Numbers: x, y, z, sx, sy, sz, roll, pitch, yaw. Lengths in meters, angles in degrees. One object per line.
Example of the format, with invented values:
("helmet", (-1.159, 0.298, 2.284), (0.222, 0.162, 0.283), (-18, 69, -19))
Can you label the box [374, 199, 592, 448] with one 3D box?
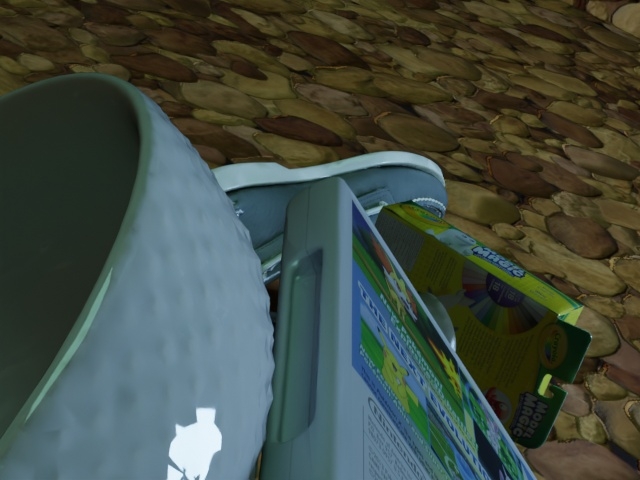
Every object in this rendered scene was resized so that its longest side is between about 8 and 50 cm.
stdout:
("box", (0.105, 0.058, 1.033), (0.179, 0.105, 0.043), (35, 28, 29))

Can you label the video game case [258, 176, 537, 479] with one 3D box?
("video game case", (0.076, 0.164, 0.612), (0.329, 0.036, 0.300), (56, 14, -20))

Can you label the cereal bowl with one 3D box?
("cereal bowl", (-0.146, 0.102, 0.529), (0.141, 0.339, 0.339), (48, 11, -27))

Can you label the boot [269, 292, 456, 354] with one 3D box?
("boot", (-0.052, 0.092, 0.756), (0.208, 0.189, 0.076), (-6, 44, -32))

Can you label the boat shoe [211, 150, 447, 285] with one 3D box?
("boat shoe", (0.000, 0.000, 1.118), (0.319, 0.116, 0.099), (-6, 67, -52))
